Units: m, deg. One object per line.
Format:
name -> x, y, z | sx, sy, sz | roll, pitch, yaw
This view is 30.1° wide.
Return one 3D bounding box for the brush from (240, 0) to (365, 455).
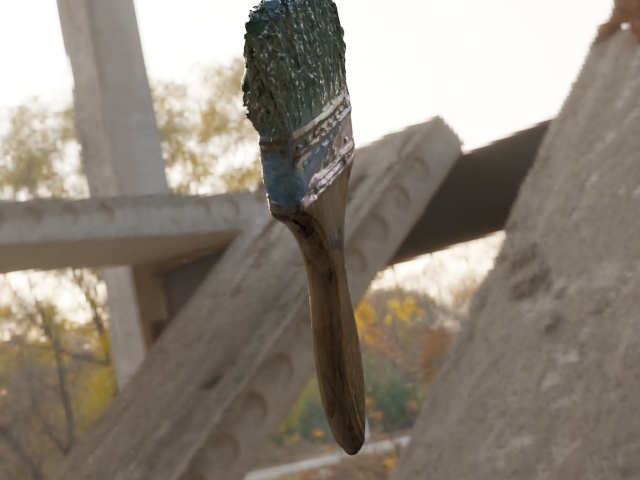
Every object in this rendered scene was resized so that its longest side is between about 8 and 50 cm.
brush -> 0.000, 0.000, 0.459 | 0.021, 0.196, 0.070 | 3, 25, 22
